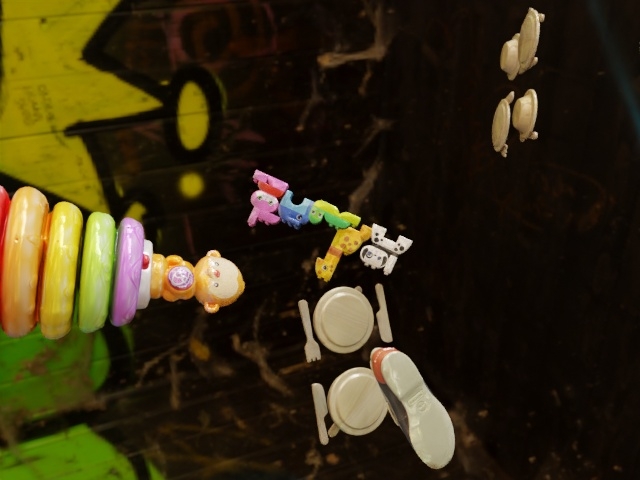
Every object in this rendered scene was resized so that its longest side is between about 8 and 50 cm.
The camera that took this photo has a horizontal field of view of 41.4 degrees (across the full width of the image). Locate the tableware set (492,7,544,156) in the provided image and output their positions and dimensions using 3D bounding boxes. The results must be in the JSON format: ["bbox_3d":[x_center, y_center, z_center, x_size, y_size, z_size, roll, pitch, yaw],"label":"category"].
[{"bbox_3d":[0.229,-0.181,0.981,0.141,0.020,0.169,-135,-130,-84],"label":"tableware set"}]

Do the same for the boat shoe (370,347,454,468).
[{"bbox_3d":[0.091,0.167,0.856,0.137,0.049,0.043,61,-19,-12],"label":"boat shoe"}]

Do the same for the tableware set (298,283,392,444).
[{"bbox_3d":[0.036,0.157,1.112,0.039,0.128,0.194,-9,-89,65],"label":"tableware set"}]

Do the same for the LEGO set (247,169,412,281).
[{"bbox_3d":[0.000,0.000,1.152,0.087,0.227,0.093,73,42,-83],"label":"LEGO set"}]

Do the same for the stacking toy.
[{"bbox_3d":[-0.221,0.031,0.810,0.166,0.301,0.175,118,-26,-56],"label":"stacking toy"}]
